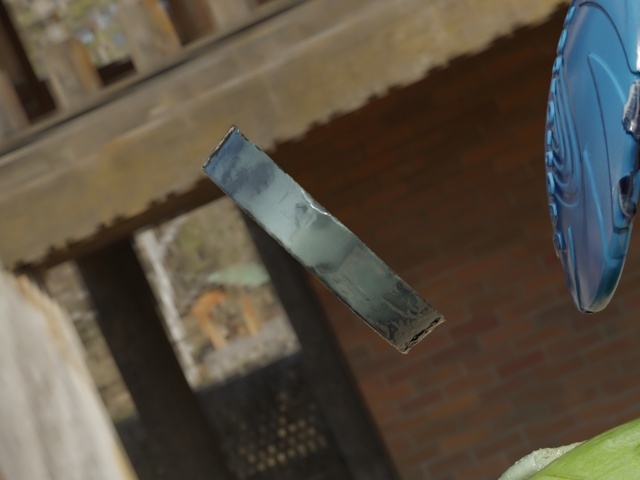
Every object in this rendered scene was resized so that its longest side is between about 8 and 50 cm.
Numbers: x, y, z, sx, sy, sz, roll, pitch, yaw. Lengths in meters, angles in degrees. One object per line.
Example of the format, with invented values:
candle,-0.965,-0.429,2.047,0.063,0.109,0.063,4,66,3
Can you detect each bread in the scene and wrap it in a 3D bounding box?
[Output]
bread,0.246,0.264,2.010,0.112,0.036,0.193,-39,-22,29

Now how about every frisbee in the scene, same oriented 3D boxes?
frisbee,0.167,-0.074,1.136,0.045,0.242,0.242,5,0,-1

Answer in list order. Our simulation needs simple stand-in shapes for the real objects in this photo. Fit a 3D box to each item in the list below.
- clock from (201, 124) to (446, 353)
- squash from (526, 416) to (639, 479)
clock,0.000,0.000,1.693,0.055,0.280,0.280,-48,0,1
squash,0.210,0.160,1.090,0.118,0.118,0.371,-24,-14,41
